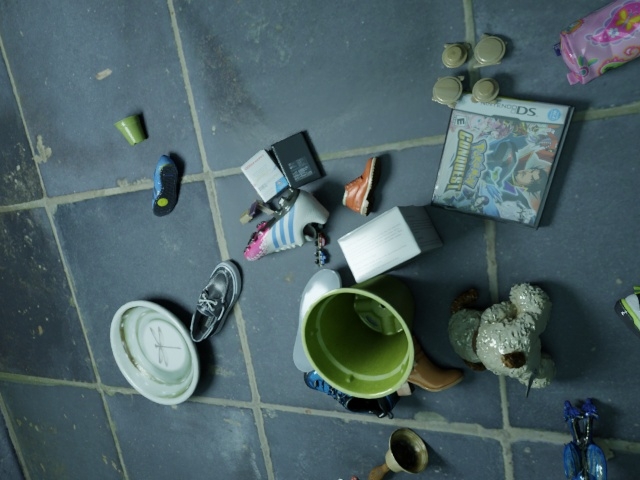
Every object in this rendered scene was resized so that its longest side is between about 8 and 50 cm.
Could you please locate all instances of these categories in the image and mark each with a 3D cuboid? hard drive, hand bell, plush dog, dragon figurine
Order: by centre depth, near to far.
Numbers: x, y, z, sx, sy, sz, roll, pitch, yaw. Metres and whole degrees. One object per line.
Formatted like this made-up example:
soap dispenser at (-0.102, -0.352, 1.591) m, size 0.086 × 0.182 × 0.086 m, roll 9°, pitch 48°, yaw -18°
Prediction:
dragon figurine at (0.612, 0.519, 1.033) m, size 0.085 × 0.289 × 0.144 m, roll -6°, pitch 140°, yaw 28°
plush dog at (0.408, 0.239, 1.071) m, size 0.225 × 0.210 × 0.263 m, roll 3°, pitch 106°, yaw 52°
hard drive at (-0.065, -0.215, 1.212) m, size 0.094 × 0.022 × 0.135 m, roll -25°, pitch 94°, yaw -2°
hand bell at (0.203, 0.674, 1.337) m, size 0.126 × 0.126 × 0.242 m, roll 39°, pitch 129°, yaw 10°

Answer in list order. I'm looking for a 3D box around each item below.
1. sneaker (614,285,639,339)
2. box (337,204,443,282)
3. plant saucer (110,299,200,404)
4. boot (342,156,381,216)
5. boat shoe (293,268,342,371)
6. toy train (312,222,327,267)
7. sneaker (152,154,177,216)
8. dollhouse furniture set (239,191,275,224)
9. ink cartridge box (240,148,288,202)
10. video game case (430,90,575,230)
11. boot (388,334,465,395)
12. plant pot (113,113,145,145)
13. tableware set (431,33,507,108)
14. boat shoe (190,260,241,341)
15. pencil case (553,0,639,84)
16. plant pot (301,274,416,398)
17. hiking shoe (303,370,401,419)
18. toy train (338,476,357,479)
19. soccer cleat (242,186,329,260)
sneaker at (0.741, 0.199, 0.945) m, size 0.235 × 0.084 × 0.097 m, roll 48°, pitch 117°, yaw 6°
box at (0.173, 0.006, 1.091) m, size 0.181 × 0.181 × 0.119 m, roll -30°, pitch 78°, yaw 30°
plant saucer at (-0.573, 0.388, 1.604) m, size 0.400 × 0.100 × 0.401 m, roll 8°, pitch 108°, yaw 23°
boot at (0.105, -0.148, 1.159) m, size 0.084 × 0.059 × 0.158 m, roll 24°, pitch 115°, yaw 22°
boat shoe at (0.007, 0.224, 1.281) m, size 0.113 × 0.105 × 0.307 m, roll 13°, pitch 99°, yaw 25°
toy train at (0.000, 0.000, 1.267) m, size 0.036 × 0.027 × 0.159 m, roll 1°, pitch 105°, yaw 14°
sneaker at (-0.505, -0.176, 1.439) m, size 0.082 × 0.069 × 0.209 m, roll 54°, pitch 135°, yaw 40°
dollhouse furniture set at (-0.180, -0.087, 1.335) m, size 0.081 × 0.091 × 0.114 m, roll 25°, pitch 149°, yaw -27°
ink cartridge box at (-0.152, -0.182, 1.259) m, size 0.088 × 0.052 × 0.122 m, roll -36°, pitch 89°, yaw 11°
video game case at (0.403, -0.184, 1.020) m, size 0.248 × 0.035 × 0.275 m, roll 15°, pitch 111°, yaw 20°
boot at (0.276, 0.329, 1.210) m, size 0.197 × 0.073 × 0.153 m, roll -16°, pitch 85°, yaw 14°
plant pot at (-0.599, -0.348, 1.422) m, size 0.083 × 0.083 × 0.079 m, roll -15°, pitch 109°, yaw 28°
tableware set at (0.328, -0.373, 0.987) m, size 0.141 × 0.020 × 0.169 m, roll 10°, pitch 90°, yaw 22°
boat shoe at (-0.350, 0.203, 1.444) m, size 0.108 × 0.102 × 0.301 m, roll 34°, pitch 116°, yaw 13°
pencil case at (0.597, -0.403, 0.824) m, size 0.284 × 0.124 × 0.124 m, roll -25°, pitch 93°, yaw 29°
plant pot at (0.129, 0.209, 1.137) m, size 0.275 × 0.254 × 0.276 m, roll 7°, pitch 107°, yaw 23°
hiking shoe at (0.078, 0.424, 1.291) m, size 0.303 × 0.132 × 0.113 m, roll 3°, pitch 106°, yaw 24°
toy train at (0.120, 0.851, 1.444) m, size 0.125 × 0.046 × 0.166 m, roll -33°, pitch 90°, yaw 28°
soccer cleat at (-0.101, -0.012, 1.247) m, size 0.143 × 0.116 × 0.331 m, roll 33°, pitch 137°, yaw -15°
